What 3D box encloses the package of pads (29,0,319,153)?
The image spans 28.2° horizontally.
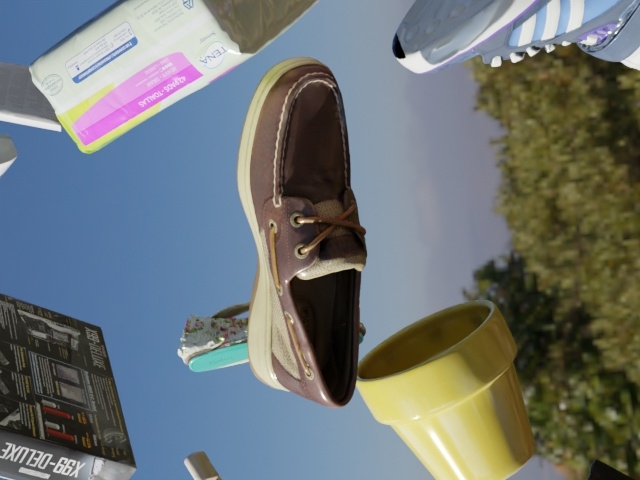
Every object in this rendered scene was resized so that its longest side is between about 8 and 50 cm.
[{"bbox_3d":[-0.095,-0.209,1.127,0.101,0.229,0.296,55,-138,-13],"label":"package of pads"}]

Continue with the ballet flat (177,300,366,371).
[{"bbox_3d":[-0.065,0.109,1.625,0.091,0.240,0.077,90,171,-57],"label":"ballet flat"}]

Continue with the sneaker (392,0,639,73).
[{"bbox_3d":[0.270,-0.235,1.415,0.236,0.322,0.130,42,-159,-33],"label":"sneaker"}]

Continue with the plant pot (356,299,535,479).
[{"bbox_3d":[0.212,0.256,1.996,0.239,0.254,0.254,63,-171,-8],"label":"plant pot"}]

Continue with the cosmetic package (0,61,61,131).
[{"bbox_3d":[-0.575,-0.266,2.275,0.060,0.239,0.099,145,134,-76],"label":"cosmetic package"}]

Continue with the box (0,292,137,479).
[{"bbox_3d":[-0.391,0.197,1.707,0.076,0.242,0.307,-54,35,19],"label":"box"}]

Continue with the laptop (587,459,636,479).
[{"bbox_3d":[0.466,0.391,1.688,0.264,0.234,0.137,-52,-12,-51],"label":"laptop"}]

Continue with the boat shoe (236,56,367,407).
[{"bbox_3d":[0.000,0.000,1.216,0.123,0.123,0.342,24,117,48],"label":"boat shoe"}]

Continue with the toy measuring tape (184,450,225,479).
[{"bbox_3d":[-0.123,0.339,1.460,0.330,0.121,0.121,64,-160,-58],"label":"toy measuring tape"}]

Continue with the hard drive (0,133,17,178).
[{"bbox_3d":[-0.583,-0.044,1.805,0.353,0.233,0.047,-33,81,58],"label":"hard drive"}]
